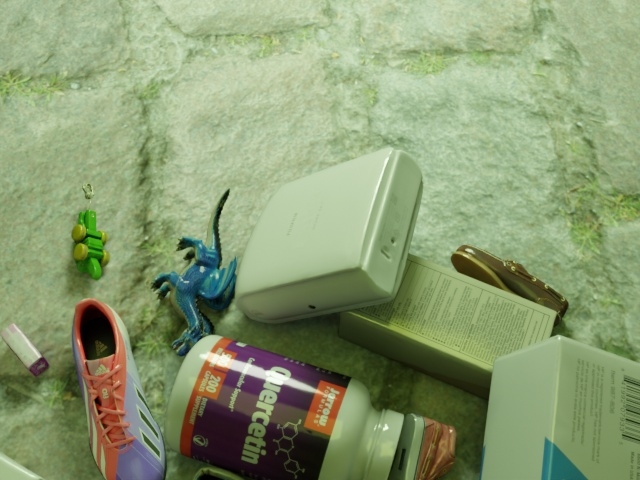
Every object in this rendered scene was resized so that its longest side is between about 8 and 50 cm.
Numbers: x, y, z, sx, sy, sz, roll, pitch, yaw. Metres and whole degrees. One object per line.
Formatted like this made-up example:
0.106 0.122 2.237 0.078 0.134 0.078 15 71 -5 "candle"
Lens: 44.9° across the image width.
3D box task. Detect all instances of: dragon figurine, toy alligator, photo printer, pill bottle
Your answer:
-0.181 0.062 1.287 0.144 0.085 0.289 26 66 12 "dragon figurine"
-0.407 -0.009 1.343 0.051 0.056 0.190 -31 59 29 "toy alligator"
0.000 0.000 1.230 0.307 0.107 0.256 -15 44 41 "photo printer"
-0.050 0.264 1.129 0.323 0.181 0.181 16 63 8 "pill bottle"

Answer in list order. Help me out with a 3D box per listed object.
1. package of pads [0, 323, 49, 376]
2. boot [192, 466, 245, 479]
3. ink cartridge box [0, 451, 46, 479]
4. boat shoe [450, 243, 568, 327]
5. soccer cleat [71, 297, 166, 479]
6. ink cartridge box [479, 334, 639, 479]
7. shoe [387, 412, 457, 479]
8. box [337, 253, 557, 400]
-0.474 0.176 1.243 0.032 0.050 0.083 -40 69 -19 "package of pads"
-0.080 0.415 1.082 0.258 0.123 0.095 32 66 15 "boot"
-0.534 0.323 1.039 0.384 0.279 0.160 26 63 12 "ink cartridge box"
0.317 0.071 1.302 0.207 0.073 0.073 39 66 10 "boat shoe"
-0.316 0.237 1.176 0.108 0.116 0.318 -17 64 -10 "soccer cleat"
0.425 0.332 1.040 0.395 0.166 0.285 20 65 -14 "ink cartridge box"
0.149 0.352 1.152 0.081 0.063 0.178 19 79 -19 "shoe"
0.195 0.134 1.235 0.311 0.121 0.148 23 65 11 "box"
